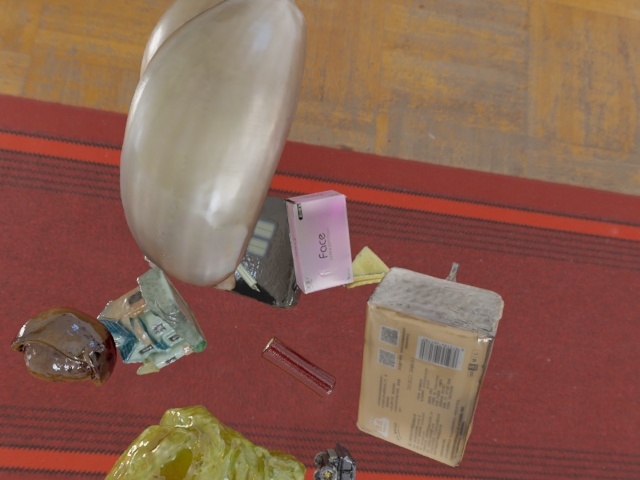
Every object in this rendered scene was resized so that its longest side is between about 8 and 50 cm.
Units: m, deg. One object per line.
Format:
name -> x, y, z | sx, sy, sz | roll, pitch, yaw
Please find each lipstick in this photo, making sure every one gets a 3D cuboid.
lipstick -> -0.067, 0.388, 1.487 | 0.241, 0.080, 0.080 | 36, 76, -4

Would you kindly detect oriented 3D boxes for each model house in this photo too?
model house -> -0.551, 0.290, 1.476 | 0.324, 0.267, 0.194 | -29, 47, -10

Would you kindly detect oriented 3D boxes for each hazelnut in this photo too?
hazelnut -> -0.528, 0.231, 1.023 | 0.201, 0.170, 0.161 | 36, 76, 14

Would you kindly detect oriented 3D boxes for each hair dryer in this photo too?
hair dryer -> -0.165, 0.059, 1.033 | 0.124, 0.038, 0.063 | 49, 39, 3

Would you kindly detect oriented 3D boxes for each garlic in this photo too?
garlic -> -0.099, -0.092, 0.439 | 0.132, 0.279, 0.326 | 7, 120, -18

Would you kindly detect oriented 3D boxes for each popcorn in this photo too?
popcorn -> -0.153, 0.362, 0.630 | 0.276, 0.276, 0.226 | 36, 39, -2

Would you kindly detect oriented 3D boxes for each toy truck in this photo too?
toy truck -> 0.033, 0.542, 1.041 | 0.092, 0.083, 0.192 | 4, 89, -10

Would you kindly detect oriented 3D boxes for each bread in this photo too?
bread -> 0.170, 0.103, 1.711 | 0.177, 0.266, 0.142 | 6, 83, 7

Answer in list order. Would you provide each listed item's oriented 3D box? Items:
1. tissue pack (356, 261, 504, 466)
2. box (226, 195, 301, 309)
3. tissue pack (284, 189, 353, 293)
tissue pack -> 0.205, 0.212, 0.916 | 0.238, 0.239, 0.306 | -4, 119, -11
box -> -0.180, 0.025, 1.591 | 0.358, 0.091, 0.351 | 13, 85, 35
tissue pack -> 0.000, 0.000, 1.293 | 0.148, 0.092, 0.247 | -13, 107, -17
